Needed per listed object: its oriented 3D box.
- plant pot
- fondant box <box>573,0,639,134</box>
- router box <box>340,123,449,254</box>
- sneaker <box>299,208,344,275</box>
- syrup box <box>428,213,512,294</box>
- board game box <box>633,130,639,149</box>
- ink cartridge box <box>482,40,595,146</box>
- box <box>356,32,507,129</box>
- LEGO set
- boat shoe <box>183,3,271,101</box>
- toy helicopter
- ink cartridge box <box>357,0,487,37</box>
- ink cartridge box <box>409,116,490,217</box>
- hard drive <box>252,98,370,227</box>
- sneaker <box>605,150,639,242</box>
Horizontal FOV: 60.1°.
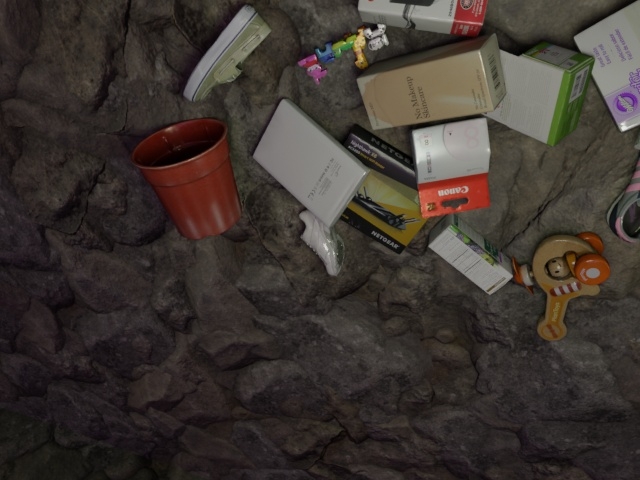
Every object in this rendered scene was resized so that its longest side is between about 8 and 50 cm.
[{"bbox_3d":[-0.354,-0.165,1.565,0.272,0.272,0.265,-3,128,16],"label":"plant pot"},{"bbox_3d":[0.748,-0.407,1.162,0.330,0.096,0.238,-27,85,28],"label":"fondant box"},{"bbox_3d":[0.161,-0.137,1.537,0.309,0.081,0.243,30,123,-4],"label":"router box"},{"bbox_3d":[0.000,0.000,1.670,0.115,0.090,0.232,-6,110,25],"label":"sneaker"},{"bbox_3d":[0.424,0.036,1.565,0.237,0.093,0.096,37,122,-9],"label":"syrup box"},{"bbox_3d":[0.896,-0.259,1.244,0.305,0.053,0.193,18,97,4],"label":"board game box"},{"bbox_3d":[0.474,-0.363,1.288,0.255,0.097,0.189,38,150,35],"label":"ink cartridge box"},{"bbox_3d":[0.258,-0.365,1.297,0.311,0.121,0.148,-3,122,38],"label":"box"},{"bbox_3d":[0.070,-0.456,1.370,0.227,0.087,0.093,-20,117,17],"label":"LEGO set"},{"bbox_3d":[-0.246,-0.463,1.434,0.094,0.109,0.302,40,119,-13],"label":"boat shoe"},{"bbox_3d":[0.648,0.140,1.548,0.235,0.140,0.355,4,124,15],"label":"toy helicopter"},{"bbox_3d":[0.230,-0.570,1.203,0.272,0.114,0.197,11,99,9],"label":"ink cartridge box"},{"bbox_3d":[0.339,-0.184,1.416,0.189,0.066,0.232,-10,96,2],"label":"ink cartridge box"},{"bbox_3d":[-0.032,-0.208,1.500,0.307,0.040,0.203,44,124,15],"label":"hard drive"},{"bbox_3d":[0.811,-0.136,1.336,0.112,0.131,0.319,15,119,5],"label":"sneaker"}]
